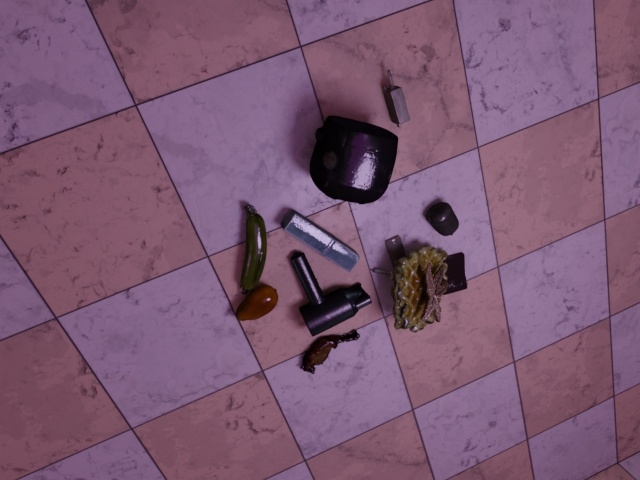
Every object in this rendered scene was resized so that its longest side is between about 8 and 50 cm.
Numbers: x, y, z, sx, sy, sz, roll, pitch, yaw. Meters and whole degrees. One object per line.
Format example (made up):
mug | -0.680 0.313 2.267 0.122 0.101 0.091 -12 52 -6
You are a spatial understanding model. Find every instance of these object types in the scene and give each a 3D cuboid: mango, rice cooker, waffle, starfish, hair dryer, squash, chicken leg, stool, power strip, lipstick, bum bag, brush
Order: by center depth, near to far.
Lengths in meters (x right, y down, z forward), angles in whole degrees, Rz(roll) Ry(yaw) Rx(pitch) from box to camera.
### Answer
rice cooker | 0.095 -0.240 1.370 0.267 0.267 0.225 6 115 -18
power strip | 0.231 -0.443 1.422 0.042 0.075 0.175 -23 115 -4
squash | -0.215 0.039 1.479 0.080 0.071 0.319 1 110 -15
lipstick | 0.000 0.000 1.523 0.289 0.076 0.077 33 100 -24
mango | -0.212 0.211 1.543 0.159 0.084 0.105 -32 142 15
hair dryer | 0.018 0.152 1.580 0.244 0.116 0.302 -27 108 -8
starfish | 0.395 0.175 1.592 0.227 0.043 0.241 -51 134 -42
stool | 0.432 -0.074 1.610 0.096 0.096 0.110 -43 119 3
waffle | 0.353 0.172 1.637 0.297 0.073 0.317 -11 105 -41
hair dryer | 0.240 0.110 1.642 0.124 0.038 0.063 11 108 12
brush | 0.310 0.134 1.680 0.060 0.050 0.321 -22 114 -3
chicken leg | 0.030 0.402 1.699 0.253 0.051 0.106 -33 121 -3
bum bag | 0.508 0.129 1.744 0.109 0.026 0.159 -15 113 -9
